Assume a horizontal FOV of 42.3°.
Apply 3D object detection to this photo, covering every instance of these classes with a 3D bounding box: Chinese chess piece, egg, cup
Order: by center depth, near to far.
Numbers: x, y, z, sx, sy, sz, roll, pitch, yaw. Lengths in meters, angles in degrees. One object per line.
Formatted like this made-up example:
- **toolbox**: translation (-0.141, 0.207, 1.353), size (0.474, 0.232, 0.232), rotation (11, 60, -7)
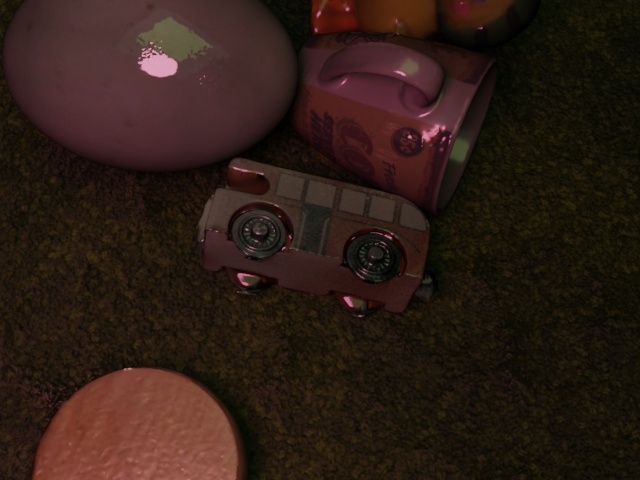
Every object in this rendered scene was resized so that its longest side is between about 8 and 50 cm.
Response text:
- **Chinese chess piece**: translation (-0.209, 0.274, 0.971), size (0.251, 0.097, 0.250), rotation (1, 66, -2)
- **egg**: translation (-0.220, -0.226, 1.072), size (0.389, 0.276, 0.275), rotation (7, 67, 9)
- **cup**: translation (0.080, -0.186, 1.105), size (0.257, 0.301, 0.227), rotation (20, 82, 12)

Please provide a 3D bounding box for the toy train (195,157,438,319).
- **toy train**: translation (0.000, 0.000, 1.105), size (0.327, 0.129, 0.159), rotation (13, 62, -2)

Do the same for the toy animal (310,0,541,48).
- **toy animal**: translation (0.160, -0.376, 1.228), size (0.339, 0.191, 0.215), rotation (2, 95, 19)
